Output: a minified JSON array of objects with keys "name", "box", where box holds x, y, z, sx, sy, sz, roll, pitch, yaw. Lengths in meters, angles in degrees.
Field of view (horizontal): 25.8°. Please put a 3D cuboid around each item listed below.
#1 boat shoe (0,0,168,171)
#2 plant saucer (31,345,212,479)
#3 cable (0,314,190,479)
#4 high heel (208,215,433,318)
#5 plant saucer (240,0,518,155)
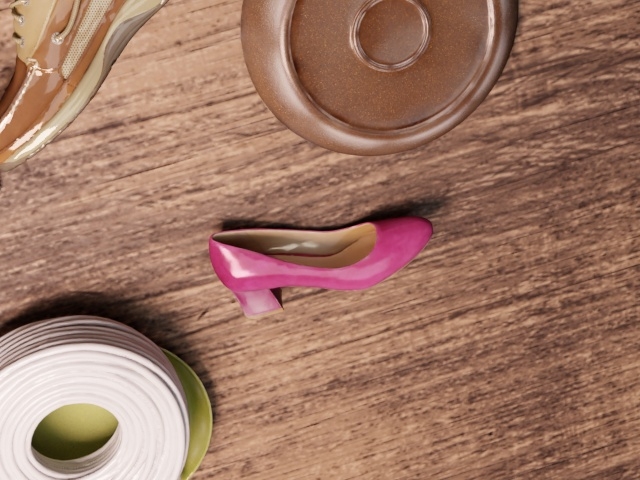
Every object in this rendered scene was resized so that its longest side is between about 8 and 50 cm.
[{"name":"boat shoe","box":[-0.248,-0.221,1.385,0.120,0.122,0.324,38,93,-20]},{"name":"plant saucer","box":[-0.247,0.212,1.622,0.241,0.037,0.241,-5,114,-11]},{"name":"cable","box":[-0.273,0.210,1.542,0.257,0.089,0.257,-3,115,-13]},{"name":"high heel","box":[0.000,0.000,1.560,0.244,0.082,0.117,-18,128,9]},{"name":"plant saucer","box":[0.071,-0.228,1.490,0.310,0.050,0.310,-5,114,-11]}]
